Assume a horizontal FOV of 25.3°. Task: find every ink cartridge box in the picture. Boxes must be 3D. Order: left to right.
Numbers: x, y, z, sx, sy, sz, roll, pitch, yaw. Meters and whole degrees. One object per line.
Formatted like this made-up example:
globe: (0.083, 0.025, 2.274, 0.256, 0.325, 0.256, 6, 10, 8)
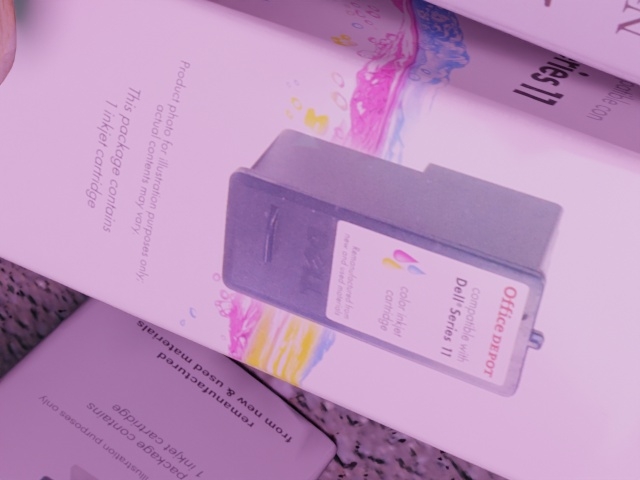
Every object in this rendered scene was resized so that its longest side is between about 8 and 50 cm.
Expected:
ink cartridge box: (-0.187, 0.237, 0.686, 0.160, 0.384, 0.279, 38, 128, 5)
ink cartridge box: (0.059, -0.024, 0.513, 0.353, 0.207, 0.119, 22, 114, 16)

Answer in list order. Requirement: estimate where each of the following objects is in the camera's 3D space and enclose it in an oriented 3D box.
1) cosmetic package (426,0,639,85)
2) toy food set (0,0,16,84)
cosmetic package: (0.048, -0.203, 0.456, 0.385, 0.156, 0.217, 22, 124, 15)
toy food set: (-0.018, -0.135, 0.396, 0.218, 0.071, 0.128, -31, 66, 31)
